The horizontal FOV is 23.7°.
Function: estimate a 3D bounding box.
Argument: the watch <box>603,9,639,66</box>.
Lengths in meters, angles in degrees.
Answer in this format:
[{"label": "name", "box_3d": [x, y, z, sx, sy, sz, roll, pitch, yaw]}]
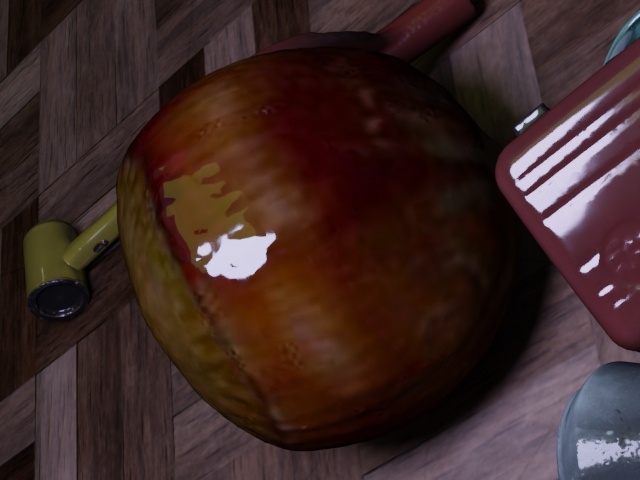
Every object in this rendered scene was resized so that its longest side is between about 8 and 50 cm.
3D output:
[{"label": "watch", "box_3d": [0.335, -0.123, 1.426, 0.195, 0.068, 0.237, -16, 59, 49]}]

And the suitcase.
[{"label": "suitcase", "box_3d": [0.318, -0.064, 1.262, 0.297, 0.161, 0.236, -39, 76, 21]}]

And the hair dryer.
[{"label": "hair dryer", "box_3d": [-0.327, -0.012, 2.222, 0.278, 0.090, 0.135, -39, 42, 25]}]

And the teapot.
[{"label": "teapot", "box_3d": [0.327, 0.161, 1.227, 0.225, 0.171, 0.203, -14, 30, 41]}]

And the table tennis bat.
[{"label": "table tennis bat", "box_3d": [0.000, -0.163, 1.749, 0.414, 0.268, 0.051, -35, 63, 4]}]

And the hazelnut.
[{"label": "hazelnut", "box_3d": [0.000, 0.000, 1.545, 0.420, 0.352, 0.421, -8, 70, 25]}]
